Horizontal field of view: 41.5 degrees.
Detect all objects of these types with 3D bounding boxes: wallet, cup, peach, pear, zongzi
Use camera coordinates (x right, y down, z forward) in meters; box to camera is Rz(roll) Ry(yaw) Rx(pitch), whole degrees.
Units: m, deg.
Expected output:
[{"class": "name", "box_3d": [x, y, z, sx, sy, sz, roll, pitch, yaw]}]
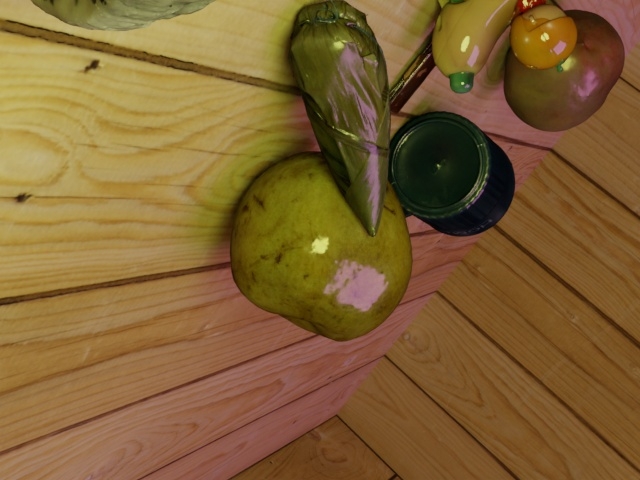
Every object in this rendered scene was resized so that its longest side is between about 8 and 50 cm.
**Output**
[{"class": "wallet", "box_3d": [0.182, -0.315, 1.570, 0.176, 0.026, 0.095, -50, 169, 13]}, {"class": "cup", "box_3d": [0.254, -0.145, 1.846, 0.292, 0.307, 0.242, 13, 85, -70]}, {"class": "peach", "box_3d": [0.560, -0.392, 1.939, 0.292, 0.247, 0.292, -39, -176, 3]}, {"class": "pear", "box_3d": [0.000, 0.000, 1.367, 0.304, 0.304, 0.304, -43, 162, -17]}, {"class": "zongzi", "box_3d": [0.037, -0.165, 1.161, 0.125, 0.275, 0.251, -9, 161, 12]}]

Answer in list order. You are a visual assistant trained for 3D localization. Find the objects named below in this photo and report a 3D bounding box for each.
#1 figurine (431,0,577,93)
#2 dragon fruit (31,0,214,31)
[{"class": "figurine", "box_3d": [0.334, -0.377, 1.404, 0.324, 0.222, 0.124, -28, 164, 13]}, {"class": "dragon fruit", "box_3d": [-0.097, -0.288, 0.645, 0.221, 0.204, 0.283, -24, 151, -55]}]
